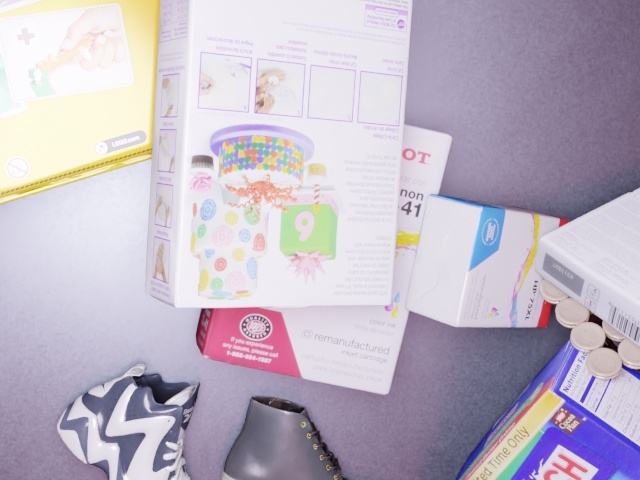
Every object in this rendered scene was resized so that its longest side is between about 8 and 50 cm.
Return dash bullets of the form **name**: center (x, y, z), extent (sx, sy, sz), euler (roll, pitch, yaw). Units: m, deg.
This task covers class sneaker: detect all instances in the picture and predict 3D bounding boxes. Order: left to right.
- **sneaker**: center (-0.174, 0.243, 1.189), extent (0.153, 0.094, 0.235), euler (-42, 91, 7)
- **sneaker**: center (0.002, 0.270, 1.225), extent (0.222, 0.083, 0.118), euler (18, 94, -9)

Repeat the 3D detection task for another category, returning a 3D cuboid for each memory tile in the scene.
- **memory tile**: center (0.320, 0.083, 1.122), extent (0.113, 0.148, 0.012), euler (-19, 139, -6)

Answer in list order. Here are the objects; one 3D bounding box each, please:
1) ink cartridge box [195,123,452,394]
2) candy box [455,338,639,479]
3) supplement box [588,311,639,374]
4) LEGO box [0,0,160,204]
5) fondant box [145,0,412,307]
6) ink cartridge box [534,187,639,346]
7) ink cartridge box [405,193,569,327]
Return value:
- **ink cartridge box**: center (0.000, 0.000, 1.168), extent (0.226, 0.131, 0.306), euler (13, 96, -10)
- **candy box**: center (0.338, 0.302, 1.154), extent (0.317, 0.122, 0.268), euler (35, 131, 9)
- **supplement box**: center (0.451, 0.105, 1.214), extent (0.191, 0.194, 0.129), euler (-36, 100, -3)
- **LEGO box**: center (-0.402, -0.209, 1.023), extent (0.500, 0.193, 0.372), euler (-18, 99, -13)
- **fondant box**: center (-0.039, -0.102, 1.000), extent (0.238, 0.096, 0.330), euler (1, 94, -30)
- **ink cartridge box**: center (0.386, 0.020, 1.127), extent (0.232, 0.189, 0.066), euler (-22, 133, -30)
- **ink cartridge box**: center (0.208, 0.027, 1.169), extent (0.231, 0.078, 0.134), euler (5, 99, -46)
